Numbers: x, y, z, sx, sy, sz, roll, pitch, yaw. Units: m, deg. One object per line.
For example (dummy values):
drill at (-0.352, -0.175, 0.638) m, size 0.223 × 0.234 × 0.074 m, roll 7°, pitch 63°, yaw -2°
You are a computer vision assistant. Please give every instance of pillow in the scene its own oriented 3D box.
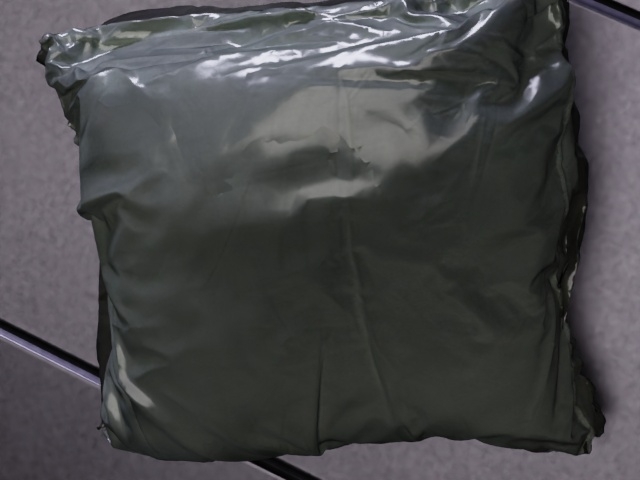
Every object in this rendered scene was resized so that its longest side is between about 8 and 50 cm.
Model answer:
pillow at (0.000, 0.000, 0.966) m, size 0.310 × 0.138 × 0.283 m, roll -5°, pitch 108°, yaw 14°
